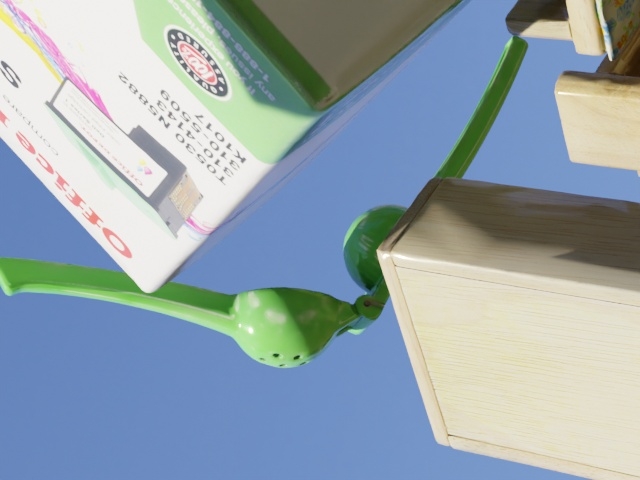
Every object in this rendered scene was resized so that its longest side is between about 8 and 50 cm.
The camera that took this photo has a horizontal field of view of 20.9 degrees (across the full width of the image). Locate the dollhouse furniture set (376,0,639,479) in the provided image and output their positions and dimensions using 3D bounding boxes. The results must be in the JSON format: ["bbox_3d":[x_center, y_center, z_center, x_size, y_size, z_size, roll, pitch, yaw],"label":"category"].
[{"bbox_3d":[0.157,-0.025,0.647,0.242,0.161,0.212,-53,-42,-36],"label":"dollhouse furniture set"}]

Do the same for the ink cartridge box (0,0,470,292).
[{"bbox_3d":[-0.068,-0.112,0.693,0.117,0.278,0.201,-43,-89,-22],"label":"ink cartridge box"}]

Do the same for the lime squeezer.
[{"bbox_3d":[0.000,0.000,0.879,0.310,0.110,0.059,-25,-27,-19],"label":"lime squeezer"}]
